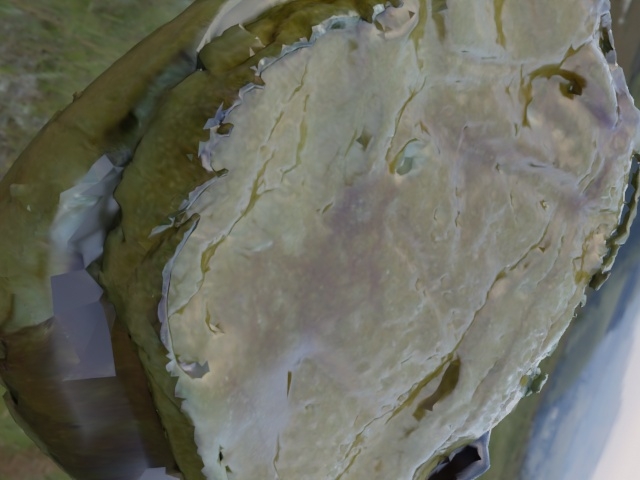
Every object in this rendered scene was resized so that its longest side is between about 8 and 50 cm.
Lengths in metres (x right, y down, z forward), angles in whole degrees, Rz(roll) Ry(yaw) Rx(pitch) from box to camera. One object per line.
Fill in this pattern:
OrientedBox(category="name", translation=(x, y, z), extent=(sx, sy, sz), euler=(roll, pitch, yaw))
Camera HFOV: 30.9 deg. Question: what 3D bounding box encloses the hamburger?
OrientedBox(category="hamburger", translation=(0.002, 0.001, 0.492), extent=(0.285, 0.134, 0.265), euler=(-43, 128, -18))
